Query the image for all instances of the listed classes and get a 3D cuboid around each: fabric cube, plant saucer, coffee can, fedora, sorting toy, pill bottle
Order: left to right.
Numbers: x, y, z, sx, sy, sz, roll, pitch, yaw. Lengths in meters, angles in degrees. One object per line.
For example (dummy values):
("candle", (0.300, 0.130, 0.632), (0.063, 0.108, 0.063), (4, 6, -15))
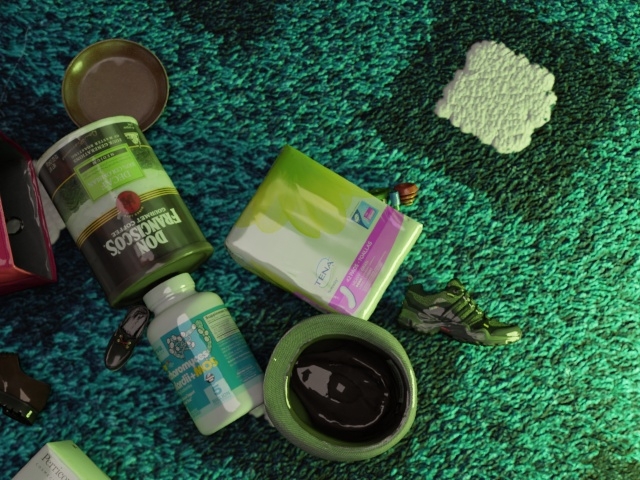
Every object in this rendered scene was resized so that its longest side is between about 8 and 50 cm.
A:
("fabric cube", (-0.626, -0.027, 1.460), (0.258, 0.259, 0.254), (-15, 82, -3))
("plant saucer", (-0.384, -0.281, 1.629), (0.198, 0.036, 0.199), (1, 80, -4))
("coffee can", (-0.341, -0.048, 1.505), (0.201, 0.201, 0.275), (-31, 82, -8))
("pill bottle", (-0.204, 0.191, 1.498), (0.146, 0.146, 0.264), (-31, 82, -8))
("fedora", (0.029, 0.254, 1.508), (0.275, 0.124, 0.244), (17, 82, -9))
("sorting toy", (0.136, -0.077, 1.614), (0.102, 0.061, 0.042), (-12, 108, -1))

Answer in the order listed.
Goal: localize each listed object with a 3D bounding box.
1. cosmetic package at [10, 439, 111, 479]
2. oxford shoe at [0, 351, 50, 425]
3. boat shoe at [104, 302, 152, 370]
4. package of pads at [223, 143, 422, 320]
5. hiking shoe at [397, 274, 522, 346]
("cosmetic package", (-0.495, 0.528, 1.419), (0.197, 0.155, 0.365), (41, 82, 7))
("oxford shoe", (-0.576, 0.231, 1.515), (0.227, 0.083, 0.096), (29, 61, 2))
("boat shoe", (-0.348, 0.172, 1.548), (0.049, 0.042, 0.133), (31, 81, 1))
("package of pads", (0.000, 0.000, 1.566), (0.296, 0.101, 0.229), (31, 78, 4))
("hiking shoe", (0.258, 0.126, 1.563), (0.226, 0.086, 0.114), (11, 83, 0))
